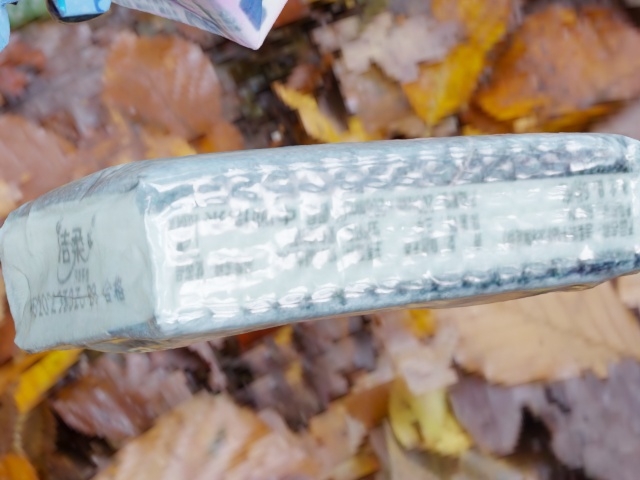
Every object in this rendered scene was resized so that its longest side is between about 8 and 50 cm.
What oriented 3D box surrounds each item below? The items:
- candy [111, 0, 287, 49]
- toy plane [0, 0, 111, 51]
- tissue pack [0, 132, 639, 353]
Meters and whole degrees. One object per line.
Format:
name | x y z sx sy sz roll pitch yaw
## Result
candy | -0.081 -0.178 1.089 0.160 0.073 0.092 22 74 38
toy plane | -0.182 -0.206 0.908 0.078 0.246 0.169 -18 13 44
tissue pack | 0.000 0.000 1.103 0.315 0.228 0.103 -6 86 -28
